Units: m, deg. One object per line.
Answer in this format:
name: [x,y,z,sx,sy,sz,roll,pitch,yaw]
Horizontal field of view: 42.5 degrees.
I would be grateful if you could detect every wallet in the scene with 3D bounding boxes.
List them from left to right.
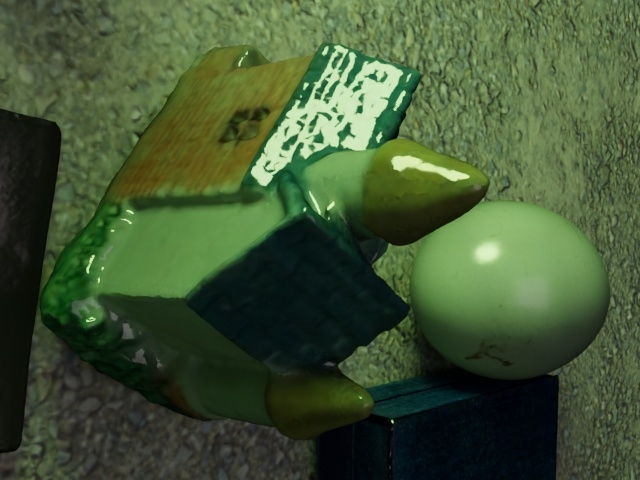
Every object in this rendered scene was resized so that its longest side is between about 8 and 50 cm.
wallet: [-0.251,0.026,0.564,0.124,0.025,0.244,9,85,-42]

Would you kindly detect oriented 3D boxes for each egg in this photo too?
egg: [0.203,0.052,0.856,0.264,0.183,0.183,9,87,-48]

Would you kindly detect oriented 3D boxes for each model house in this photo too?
model house: [0.000,0.000,0.574,0.194,0.325,0.267,45,60,-32]

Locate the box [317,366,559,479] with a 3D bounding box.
box: [0.124,0.285,0.845,0.261,0.116,0.279,-3,94,-42]
